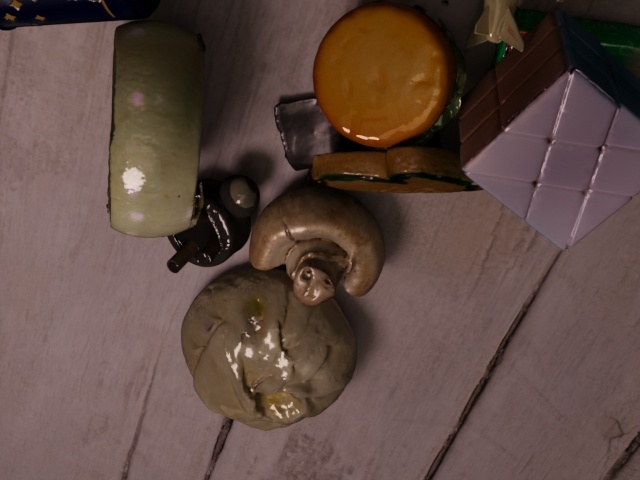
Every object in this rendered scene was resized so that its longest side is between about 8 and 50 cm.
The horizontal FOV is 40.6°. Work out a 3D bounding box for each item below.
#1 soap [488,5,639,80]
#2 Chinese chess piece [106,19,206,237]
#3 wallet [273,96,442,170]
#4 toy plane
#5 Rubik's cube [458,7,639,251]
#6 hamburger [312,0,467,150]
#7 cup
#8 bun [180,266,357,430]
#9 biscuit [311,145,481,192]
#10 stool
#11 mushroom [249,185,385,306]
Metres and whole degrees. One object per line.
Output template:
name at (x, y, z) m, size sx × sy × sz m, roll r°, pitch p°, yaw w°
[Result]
soap at (0.417, -0.279, 1.403) m, size 0.273 × 0.098 × 0.218 m, roll 9°, pitch 126°, yaw 1°
Chinese chess piece at (-0.268, -0.178, 1.405) m, size 0.146 × 0.349 × 0.349 m, roll 2°, pitch 125°, yaw -14°
wallet at (0.066, -0.202, 1.540) m, size 0.285 × 0.030 × 0.146 m, roll -6°, pitch 125°, yaw 12°
toy plane at (0.280, -0.416, 1.301) m, size 0.104 × 0.242 × 0.256 m, roll 8°, pitch 98°, yaw -37°
Rubik's cube at (0.361, -0.165, 1.293) m, size 0.231 × 0.224 × 0.221 m, roll 35°, pitch 122°, yaw -17°
hamburger at (0.113, -0.262, 1.395) m, size 0.246 × 0.170 × 0.246 m, roll 3°, pitch 101°, yaw 16°
cup at (-0.396, -0.437, 1.304) m, size 0.256 × 0.178 × 0.255 m, roll 0°, pitch 159°, yaw 14°
bun at (-0.113, 0.234, 1.735) m, size 0.365 × 0.219 × 0.365 m, roll 2°, pitch 120°, yaw 4°
biscuit at (0.157, -0.112, 1.451) m, size 0.344 × 0.287 × 0.057 m, roll 1°, pitch 88°, yaw -2°
stool at (-0.214, -0.040, 1.594) m, size 0.153 × 0.139 × 0.228 m, roll 34°, pitch 126°, yaw 9°
mushroom at (0.000, 0.000, 1.582) m, size 0.254 × 0.195 × 0.189 m, roll 12°, pitch 121°, yaw -3°
